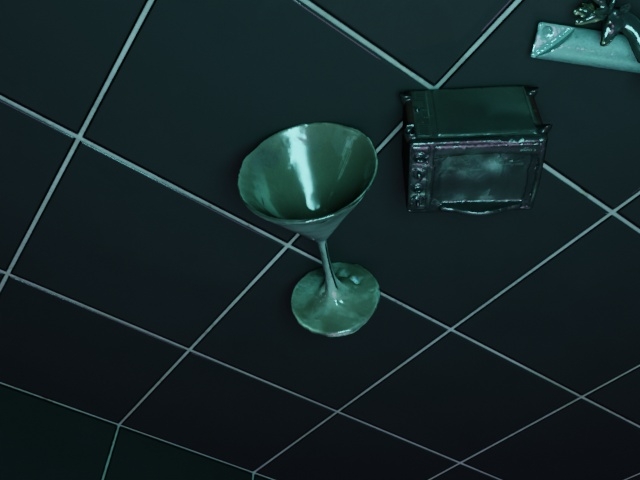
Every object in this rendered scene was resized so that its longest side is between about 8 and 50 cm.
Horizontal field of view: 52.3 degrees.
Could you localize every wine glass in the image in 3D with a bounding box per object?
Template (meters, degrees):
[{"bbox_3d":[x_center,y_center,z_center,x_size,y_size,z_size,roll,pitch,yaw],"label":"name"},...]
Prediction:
[{"bbox_3d":[0.000,0.000,1.317,0.267,0.267,0.406,-3,138,7],"label":"wine glass"}]

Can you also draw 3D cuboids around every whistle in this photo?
[{"bbox_3d":[0.512,-0.317,1.103,0.312,0.062,0.062,8,134,-4],"label":"whistle"}]

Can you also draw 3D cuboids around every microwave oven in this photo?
[{"bbox_3d":[0.268,-0.163,1.178,0.247,0.188,0.178,-1,133,5],"label":"microwave oven"}]

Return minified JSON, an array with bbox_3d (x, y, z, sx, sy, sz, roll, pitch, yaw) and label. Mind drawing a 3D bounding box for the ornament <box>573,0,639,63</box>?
[{"bbox_3d":[0.508,-0.377,1.021,0.236,0.080,0.202,38,89,-8],"label":"ornament"}]
